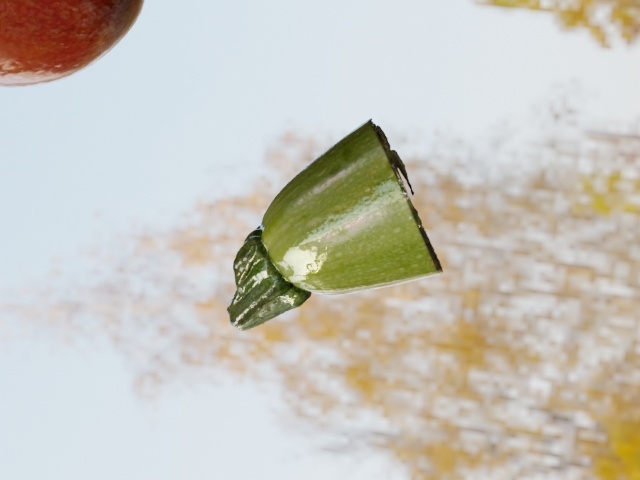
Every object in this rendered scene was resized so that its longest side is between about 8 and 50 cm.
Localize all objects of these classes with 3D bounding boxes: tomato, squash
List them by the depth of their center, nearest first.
[{"bbox_3d":[-0.169,-0.166,1.137,0.167,0.167,0.167,8,-90,-75],"label":"tomato"},{"bbox_3d":[-0.005,-0.002,1.181,0.105,0.132,0.105,-24,-90,-85],"label":"squash"}]
